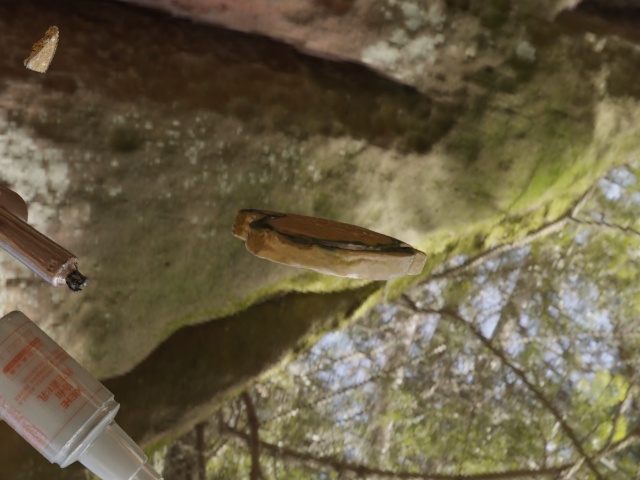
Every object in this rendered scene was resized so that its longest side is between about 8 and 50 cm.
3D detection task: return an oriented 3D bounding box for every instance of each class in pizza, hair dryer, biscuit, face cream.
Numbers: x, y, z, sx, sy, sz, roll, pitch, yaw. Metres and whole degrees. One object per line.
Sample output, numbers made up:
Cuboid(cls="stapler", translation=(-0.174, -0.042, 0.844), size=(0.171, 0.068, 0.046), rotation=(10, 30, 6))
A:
Cuboid(cls="pizza", translation=(-0.436, -0.292, 1.626), size=(0.025, 0.083, 0.078), rotation=(34, -148, 6))
Cuboid(cls="hair dryer", translation=(-0.290, -0.001, 1.014), size=(0.181, 0.117, 0.064), rotation=(34, -93, 19))
Cuboid(cls="biscuit", translation=(0.001, -0.002, 1.616), size=(0.287, 0.057, 0.343), rotation=(16, -173, 28))
Cuboid(cls="face cream", translation=(-0.278, 0.194, 1.165), size=(0.251, 0.101, 0.101), rotation=(42, -131, 1))
